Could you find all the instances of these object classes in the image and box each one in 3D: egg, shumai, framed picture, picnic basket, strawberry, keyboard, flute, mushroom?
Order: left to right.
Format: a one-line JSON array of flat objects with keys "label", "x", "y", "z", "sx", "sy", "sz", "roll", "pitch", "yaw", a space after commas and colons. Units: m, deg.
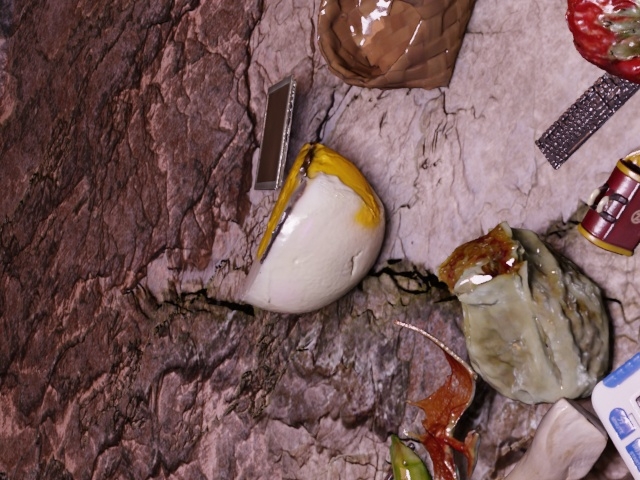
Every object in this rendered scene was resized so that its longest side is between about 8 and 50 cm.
[{"label": "framed picture", "x": -0.087, "y": -0.200, "z": 2.037, "sx": 0.274, "sy": 0.017, "sz": 0.217, "roll": -160, "pitch": 78, "yaw": -78}, {"label": "egg", "x": 0.000, "y": 0.000, "z": 1.853, "sx": 0.337, "sy": 0.201, "sz": 0.337, "roll": -64, "pitch": 3, "yaw": 7}, {"label": "picnic basket", "x": 0.076, "y": -0.423, "z": 1.758, "sx": 0.293, "sy": 0.337, "sz": 0.337, "roll": 29, "pitch": 106, "yaw": 46}, {"label": "flute", "x": 0.092, "y": 0.445, "z": 1.832, "sx": 0.014, "sy": 0.014, "sz": 0.270, "roll": 51, "pitch": 121, "yaw": 39}, {"label": "shumai", "x": 0.275, "y": 0.120, "z": 1.530, "sx": 0.225, "sy": 0.222, "sz": 0.261, "roll": -36, "pitch": 63, "yaw": 36}, {"label": "mushroom", "x": 0.332, "y": 0.310, "z": 1.509, "sx": 0.096, "sy": 0.108, "sz": 0.247, "roll": 48, "pitch": 136, "yaw": 24}, {"label": "keyboard", "x": 0.399, "y": -0.190, "z": 1.586, "sx": 0.195, "sy": 0.018, "sz": 0.060, "roll": -49, "pitch": 54, "yaw": 32}, {"label": "strawberry", "x": 0.465, "y": -0.324, "z": 1.380, "sx": 0.274, "sy": 0.274, "sz": 0.220, "roll": -33, "pitch": 26, "yaw": 40}]

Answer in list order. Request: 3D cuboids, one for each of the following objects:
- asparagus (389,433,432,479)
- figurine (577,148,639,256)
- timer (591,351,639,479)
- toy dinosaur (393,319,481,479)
[{"label": "asparagus", "x": 0.166, "y": 0.477, "z": 1.698, "sx": 0.082, "sy": 0.085, "sz": 0.343, "roll": -46, "pitch": 47, "yaw": 49}, {"label": "figurine", "x": 0.417, "y": -0.062, "z": 1.487, "sx": 0.082, "sy": 0.098, "sz": 0.154, "roll": 50, "pitch": 123, "yaw": 44}, {"label": "timer", "x": 0.481, "y": 0.257, "z": 1.381, "sx": 0.178, "sy": 0.078, "sz": 0.253, "roll": -46, "pitch": 53, "yaw": 32}, {"label": "toy dinosaur", "x": 0.154, "y": 0.307, "z": 1.630, "sx": 0.207, "sy": 0.112, "sz": 0.327, "roll": -120, "pitch": 40, "yaw": -49}]
